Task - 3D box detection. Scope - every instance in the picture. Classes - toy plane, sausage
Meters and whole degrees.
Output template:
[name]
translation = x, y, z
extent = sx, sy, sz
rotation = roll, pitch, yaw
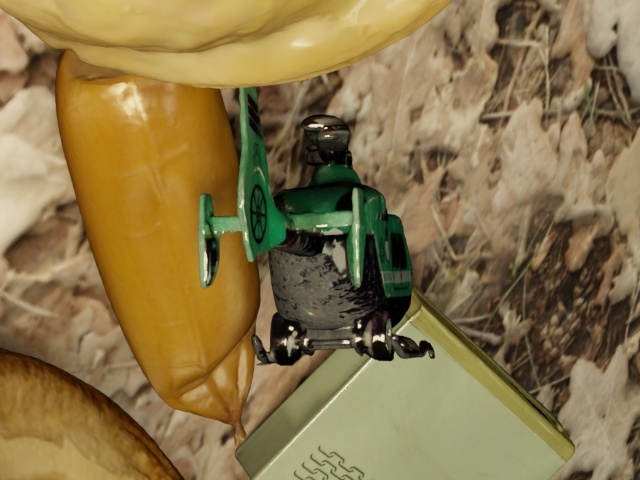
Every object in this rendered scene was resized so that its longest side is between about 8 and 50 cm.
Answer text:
[toy plane]
translation = 0.000, 0.000, 1.011
extent = 0.382, 0.106, 0.155
rotation = 13, 74, -76
[sausage]
translation = -0.092, 0.003, 1.030
extent = 0.112, 0.112, 0.328
rotation = -38, 136, -30

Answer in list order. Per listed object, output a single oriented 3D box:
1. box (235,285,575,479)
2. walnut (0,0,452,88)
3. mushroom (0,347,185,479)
[box]
translation = 0.072, 0.173, 1.309
extent = 0.211, 0.045, 0.270
rotation = -46, 133, 4
[walnut]
translation = -0.049, -0.255, 0.764
extent = 0.381, 0.381, 0.381
rotation = -27, 129, -38
[mushroom]
translation = -0.185, 0.228, 0.911
extent = 0.345, 0.239, 0.345
rotation = -12, 105, -51
